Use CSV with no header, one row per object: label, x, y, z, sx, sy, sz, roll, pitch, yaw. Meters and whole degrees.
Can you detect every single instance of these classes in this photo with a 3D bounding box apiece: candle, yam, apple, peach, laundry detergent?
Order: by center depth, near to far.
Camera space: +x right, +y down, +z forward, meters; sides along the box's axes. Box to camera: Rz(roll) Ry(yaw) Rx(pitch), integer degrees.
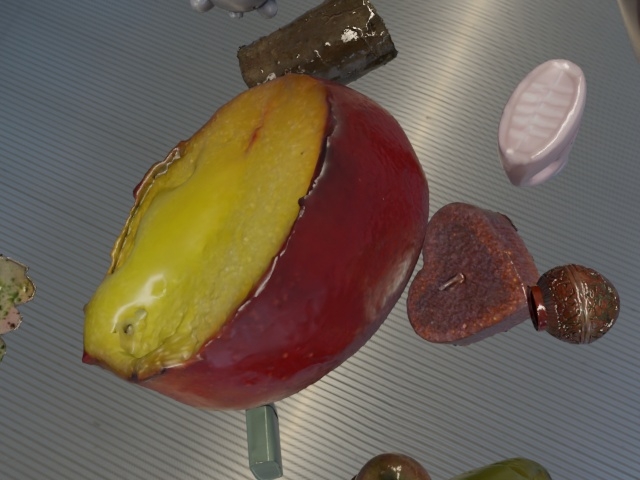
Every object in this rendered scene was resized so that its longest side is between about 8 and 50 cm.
peach,-0.061,-0.001,0.441,0.338,0.281,0.281,-28,75,-34
laundry detergent,0.339,-0.151,0.721,0.088,0.335,0.159,32,101,24
yam,-0.003,-0.304,0.762,0.238,0.129,0.128,-20,83,23
candle,0.317,0.090,0.988,0.132,0.287,0.316,8,102,-39
apple,0.170,0.594,1.082,0.188,0.173,0.188,-2,34,1

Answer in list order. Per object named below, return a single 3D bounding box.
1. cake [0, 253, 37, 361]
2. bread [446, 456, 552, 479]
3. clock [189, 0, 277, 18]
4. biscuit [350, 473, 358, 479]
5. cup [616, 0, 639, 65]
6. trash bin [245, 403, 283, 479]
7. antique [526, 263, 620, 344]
cake,-0.369,0.114,0.432,0.090,0.109,0.225,-14,54,34
bread,0.102,0.303,0.410,0.384,0.112,0.166,9,78,-45
clock,-0.036,-0.268,0.435,0.176,0.117,0.080,-6,46,-11
biscuit,0.136,0.722,1.264,0.188,0.027,0.187,-17,63,36
cup,0.442,-0.338,0.517,0.192,0.200,0.252,16,81,49
trash bin,-0.112,0.392,0.937,0.059,0.116,0.129,-11,48,-1
antique,0.312,0.078,0.578,0.104,0.104,0.104,0,74,-1
